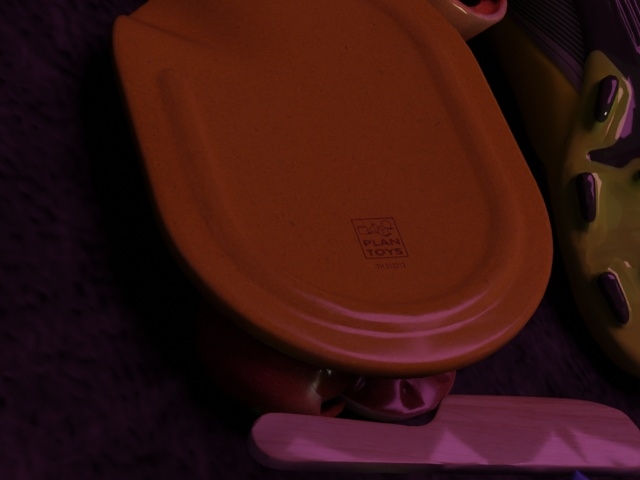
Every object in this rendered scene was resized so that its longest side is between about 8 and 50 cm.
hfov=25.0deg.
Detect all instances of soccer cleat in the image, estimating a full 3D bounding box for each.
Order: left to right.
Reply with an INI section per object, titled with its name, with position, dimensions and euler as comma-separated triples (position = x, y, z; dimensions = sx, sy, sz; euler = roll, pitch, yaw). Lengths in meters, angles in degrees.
[soccer cleat]
position = 0.129, -0.071, 0.669
dimensions = 0.093, 0.121, 0.289
euler = -10, 72, -7

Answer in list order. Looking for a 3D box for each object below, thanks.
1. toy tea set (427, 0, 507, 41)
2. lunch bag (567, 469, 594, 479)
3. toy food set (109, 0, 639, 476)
[toy tea set]
position = -0.041, -0.196, 0.542
dimensions = 0.336, 0.124, 0.200
euler = 23, 41, -38
[lunch bag]
position = 0.185, 0.127, 0.325
dimensions = 0.293, 0.138, 0.221
euler = 27, 1, 14
[toy food set]
position = 0.000, 0.000, 0.459
dimensions = 0.128, 0.071, 0.218
euler = -2, 53, -23
